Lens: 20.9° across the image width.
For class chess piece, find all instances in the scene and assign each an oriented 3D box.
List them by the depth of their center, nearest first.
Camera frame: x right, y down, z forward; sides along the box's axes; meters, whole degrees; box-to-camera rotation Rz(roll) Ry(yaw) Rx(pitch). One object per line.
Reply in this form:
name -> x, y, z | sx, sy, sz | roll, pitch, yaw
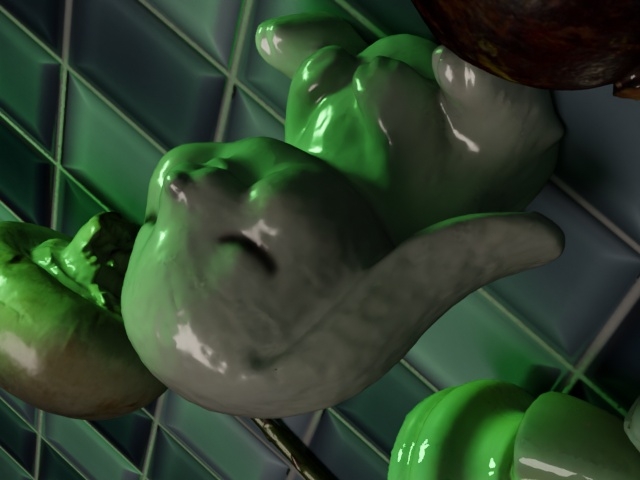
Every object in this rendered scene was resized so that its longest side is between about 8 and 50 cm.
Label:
chess piece -> 0.201, 0.171, 1.158 | 0.298, 0.176, 0.176 | -9, 121, 43

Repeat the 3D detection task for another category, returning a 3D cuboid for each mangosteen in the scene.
mangosteen -> 0.141, -0.151, 0.784 | 0.217, 0.192, 0.192 | 19, 157, -14

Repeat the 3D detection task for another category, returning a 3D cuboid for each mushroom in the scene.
mushroom -> -0.223, 0.058, 1.552 | 0.226, 0.226, 0.178 | 37, 112, 20

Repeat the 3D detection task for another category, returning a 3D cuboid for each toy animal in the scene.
toy animal -> 0.000, 0.000, 1.066 | 0.271, 0.265, 0.206 | 14, 140, 44

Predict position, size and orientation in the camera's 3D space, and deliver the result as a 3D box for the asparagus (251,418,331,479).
asparagus -> -0.038, 0.188, 1.631 | 0.248, 0.025, 0.024 | 46, -165, 3
